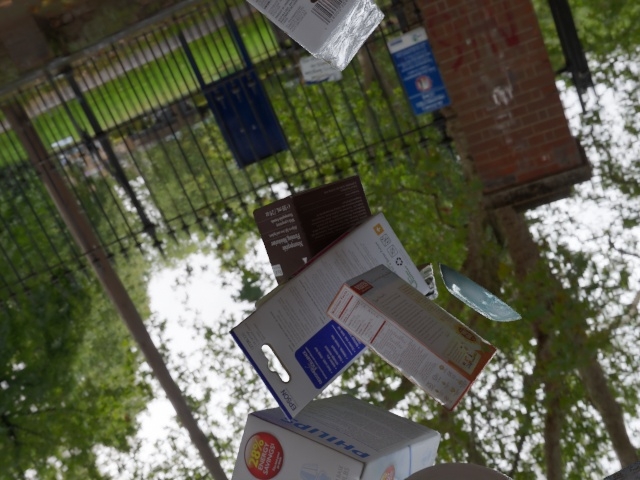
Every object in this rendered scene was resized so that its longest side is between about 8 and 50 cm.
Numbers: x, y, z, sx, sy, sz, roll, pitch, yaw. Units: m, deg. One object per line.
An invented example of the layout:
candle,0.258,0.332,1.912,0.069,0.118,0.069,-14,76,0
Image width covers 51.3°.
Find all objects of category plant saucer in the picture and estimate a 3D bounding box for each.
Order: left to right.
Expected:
plant saucer,0.313,0.115,1.344,0.037,0.195,0.195,-56,-161,0

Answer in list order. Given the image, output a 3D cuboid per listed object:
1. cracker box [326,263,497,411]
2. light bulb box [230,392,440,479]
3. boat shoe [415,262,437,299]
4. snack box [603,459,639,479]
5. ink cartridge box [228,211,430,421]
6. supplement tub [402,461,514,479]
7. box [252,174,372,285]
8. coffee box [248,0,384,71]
cracker box,0.141,0.139,1.015,0.067,0.232,0.156,-59,162,22
light bulb box,0.014,0.487,1.177,0.225,0.358,0.361,15,-179,29
boat shoe,0.151,0.134,1.357,0.285,0.092,0.103,-29,180,-44
snack box,0.591,0.427,1.192,0.141,0.100,0.037,-32,-143,12
ink cartridge box,0.019,0.118,1.133,0.371,0.175,0.069,-38,-171,-33
supplement tub,0.198,0.499,0.905,0.207,0.338,0.207,-8,-162,2
box,0.000,0.000,1.307,0.167,0.203,0.168,-19,-178,-33
coffee box,-0.052,-0.335,0.842,0.098,0.246,0.141,-51,172,13
